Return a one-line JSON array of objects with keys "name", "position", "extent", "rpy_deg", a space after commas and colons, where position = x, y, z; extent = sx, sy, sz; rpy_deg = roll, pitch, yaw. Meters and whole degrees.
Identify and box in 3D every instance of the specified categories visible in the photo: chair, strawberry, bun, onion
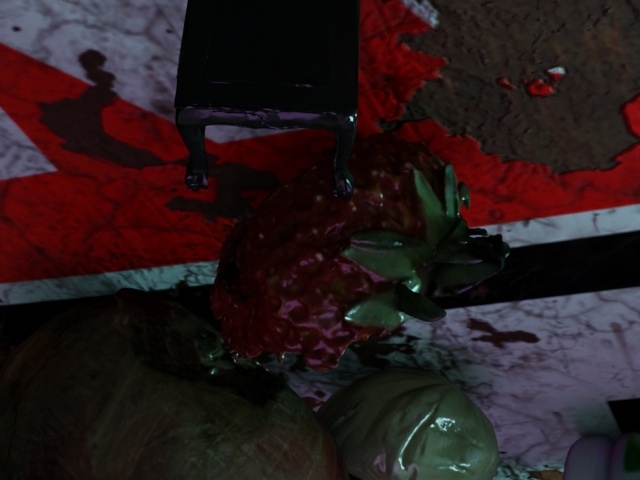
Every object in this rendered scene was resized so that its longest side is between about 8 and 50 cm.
[{"name": "chair", "position": [-0.028, -0.130, 0.797], "extent": [0.106, 0.113, 0.229], "rpy_deg": [2, 152, 1]}, {"name": "strawberry", "position": [0.000, 0.000, 0.965], "extent": [0.286, 0.188, 0.106], "rpy_deg": [-12, 112, 52]}, {"name": "bun", "position": [0.080, 0.170, 1.259], "extent": [0.166, 0.113, 0.173], "rpy_deg": [25, 168, 4]}, {"name": "onion", "position": [-0.136, 0.210, 1.172], "extent": [0.353, 0.353, 0.353], "rpy_deg": [3, 149, 2]}]

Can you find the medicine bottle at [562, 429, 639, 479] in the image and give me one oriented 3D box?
[{"name": "medicine bottle", "position": [0.398, 0.266, 1.285], "extent": [0.325, 0.212, 0.212], "rpy_deg": [-10, 146, 23]}]
